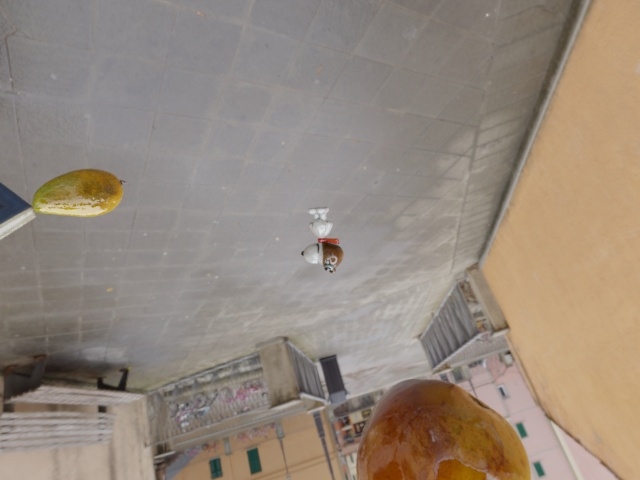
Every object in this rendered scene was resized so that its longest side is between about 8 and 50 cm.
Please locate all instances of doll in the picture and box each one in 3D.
[{"bbox_3d":[0.006,-0.002,0.539,0.040,0.058,0.085,-31,136,-65],"label":"doll"}]

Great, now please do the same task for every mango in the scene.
[{"bbox_3d":[-0.496,-0.098,0.860,0.066,0.101,0.187,-1,-167,44],"label":"mango"}]

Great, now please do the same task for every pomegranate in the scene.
[{"bbox_3d":[0.182,0.355,0.640,0.264,0.265,0.264,-14,155,-7],"label":"pomegranate"}]

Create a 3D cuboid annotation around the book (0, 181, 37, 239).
[{"bbox_3d":[-0.495,-0.049,0.456,0.191,0.269,0.025,-49,166,-35],"label":"book"}]
